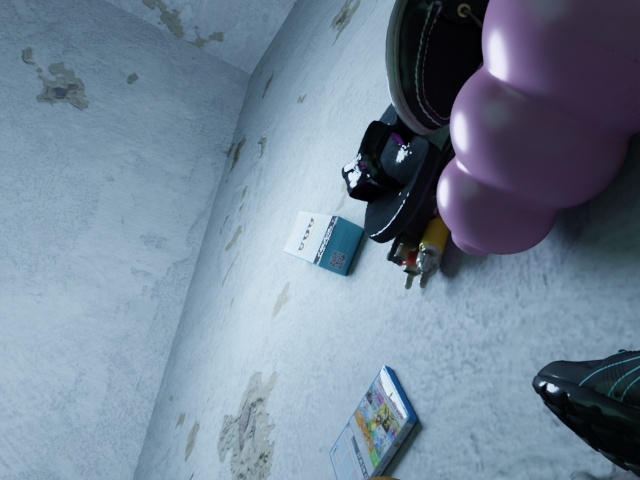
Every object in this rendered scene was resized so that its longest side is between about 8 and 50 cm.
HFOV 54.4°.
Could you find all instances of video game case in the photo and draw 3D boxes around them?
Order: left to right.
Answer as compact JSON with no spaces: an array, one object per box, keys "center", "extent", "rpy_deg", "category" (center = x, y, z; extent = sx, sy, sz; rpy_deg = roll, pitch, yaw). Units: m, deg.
[{"center":[0.067,0.270,0.851],"extent":[0.166,0.015,0.119],"rpy_deg":[-61,20,15],"category":"video game case"}]

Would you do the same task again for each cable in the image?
[{"center":[0.177,-0.058,0.917],"extent":[0.287,0.072,0.139],"rpy_deg":[-61,0,-20],"category":"cable"}]

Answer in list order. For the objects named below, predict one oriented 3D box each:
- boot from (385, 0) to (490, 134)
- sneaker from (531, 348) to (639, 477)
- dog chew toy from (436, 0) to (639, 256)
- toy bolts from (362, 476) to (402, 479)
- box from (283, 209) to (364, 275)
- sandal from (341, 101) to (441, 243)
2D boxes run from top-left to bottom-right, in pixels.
[{"center":[0.248,-0.313,0.751],"extent":[0.284,0.138,0.377],"rpy_deg":[3,64,49],"category":"boot"},{"center":[0.265,0.116,0.438],"extent":[0.106,0.101,0.267],"rpy_deg":[-48,15,-15],"category":"sneaker"},{"center":[0.228,-0.126,0.626],"extent":[0.206,0.207,0.331],"rpy_deg":[-102,32,-58],"category":"dog chew toy"},{"center":[0.094,0.310,0.452],"extent":[0.158,0.218,0.228],"rpy_deg":[-142,73,-85],"category":"toy bolts"},{"center":[0.000,0.000,1.254],"extent":[0.100,0.060,0.244],"rpy_deg":[-68,20,-2],"category":"box"},{"center":[0.090,-0.129,1.005],"extent":[0.167,0.107,0.445],"rpy_deg":[-59,12,21],"category":"sandal"}]
